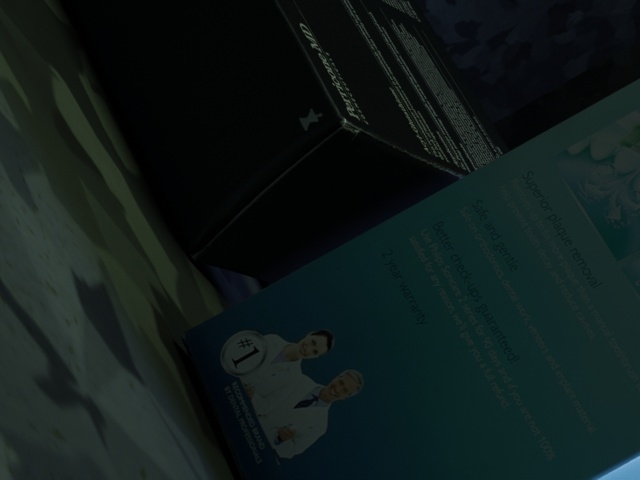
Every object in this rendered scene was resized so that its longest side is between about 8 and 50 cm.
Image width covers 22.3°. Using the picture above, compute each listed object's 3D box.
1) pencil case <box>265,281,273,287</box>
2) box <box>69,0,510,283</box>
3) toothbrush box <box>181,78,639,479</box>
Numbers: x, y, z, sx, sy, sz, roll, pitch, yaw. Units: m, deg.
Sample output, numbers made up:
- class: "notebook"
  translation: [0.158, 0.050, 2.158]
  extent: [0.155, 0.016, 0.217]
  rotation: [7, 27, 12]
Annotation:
- class: "pencil case"
  translation: [-0.023, -0.057, 0.977]
  extent: [0.236, 0.104, 0.104]
  rotation: [62, 3, 18]
- class: "box"
  translation: [-0.024, -0.100, 0.816]
  extent: [0.184, 0.103, 0.261]
  rotation: [23, 33, -53]
- class: "toothbrush box"
  translation: [0.133, 0.052, 0.597]
  extent: [0.126, 0.295, 0.216]
  rotation: [62, 2, 33]
